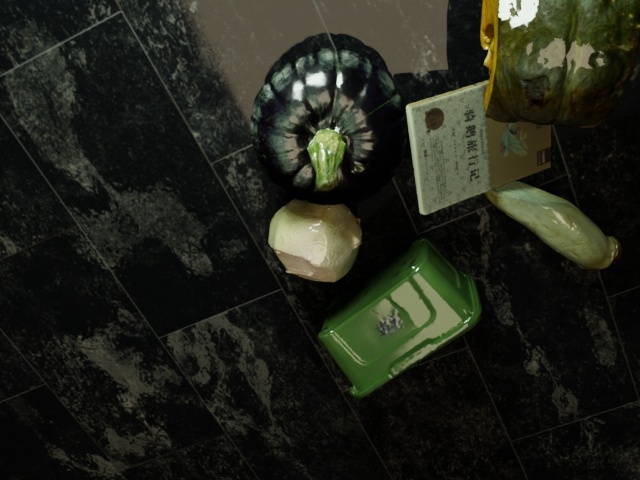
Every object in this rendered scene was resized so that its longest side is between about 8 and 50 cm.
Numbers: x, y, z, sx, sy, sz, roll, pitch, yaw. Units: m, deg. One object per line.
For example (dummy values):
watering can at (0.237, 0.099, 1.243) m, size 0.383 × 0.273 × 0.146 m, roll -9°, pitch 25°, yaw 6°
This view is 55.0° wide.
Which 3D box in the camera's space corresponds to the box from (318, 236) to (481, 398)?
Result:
box at (0.159, 0.149, 1.305) m, size 0.329 × 0.252 × 0.177 m, roll -36°, pitch 97°, yaw 16°

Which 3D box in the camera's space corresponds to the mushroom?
mushroom at (0.481, -0.043, 1.277) m, size 0.333 × 0.087 × 0.107 m, roll 35°, pitch 139°, yaw -13°

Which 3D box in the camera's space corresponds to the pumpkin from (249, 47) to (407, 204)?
pumpkin at (0.014, -0.195, 1.111) m, size 0.296 × 0.295 × 0.295 m, roll 0°, pitch 116°, yaw 1°

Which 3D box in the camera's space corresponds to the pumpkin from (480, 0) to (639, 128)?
pumpkin at (0.388, -0.348, 1.023) m, size 0.226 × 0.303 × 0.256 m, roll 0°, pitch 150°, yaw 3°

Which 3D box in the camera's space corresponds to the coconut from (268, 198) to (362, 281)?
coconut at (-0.001, -0.003, 1.252) m, size 0.195 × 0.194 × 0.194 m, roll 0°, pitch 116°, yaw 1°

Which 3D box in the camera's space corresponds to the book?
book at (0.312, -0.194, 1.174) m, size 0.311 × 0.021 × 0.216 m, roll -20°, pitch 117°, yaw -17°
